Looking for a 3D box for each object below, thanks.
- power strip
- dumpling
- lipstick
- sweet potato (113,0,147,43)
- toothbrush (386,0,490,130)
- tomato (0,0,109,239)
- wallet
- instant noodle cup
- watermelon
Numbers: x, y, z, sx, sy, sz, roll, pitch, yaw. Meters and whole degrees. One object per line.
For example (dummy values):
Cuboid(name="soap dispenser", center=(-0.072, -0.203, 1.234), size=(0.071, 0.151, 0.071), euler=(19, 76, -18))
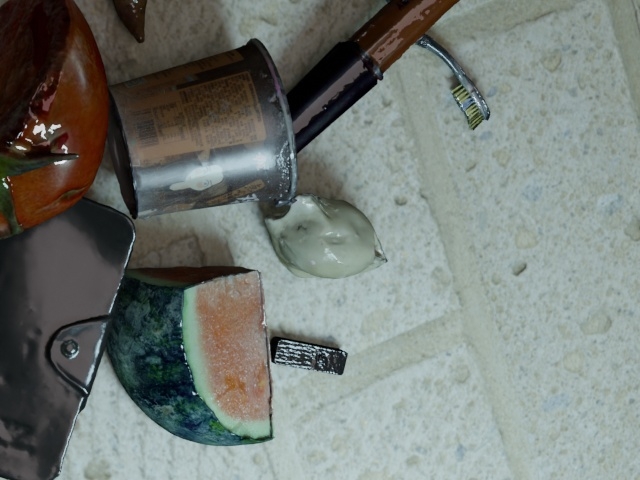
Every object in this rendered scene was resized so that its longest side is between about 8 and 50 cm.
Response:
Cuboid(name="power strip", center=(-0.017, 0.160, 1.968), size=(0.111, 0.029, 0.038), euler=(12, 91, -23))
Cuboid(name="dumpling", center=(0.000, 0.000, 1.913), size=(0.199, 0.136, 0.118), euler=(44, 42, -41))
Cuboid(name="lipstick", center=(0.090, -0.275, 1.909), size=(0.418, 0.077, 0.077), euler=(-44, 110, -3))
Cuboid(name="sweet potato", center=(-0.251, -0.357, 1.799), size=(0.065, 0.051, 0.218), euler=(-9, 99, -24))
Cuboid(name="toothbrush", center=(0.112, -0.319, 1.963), size=(0.042, 0.035, 0.413), euler=(-42, 110, -10))
Cuboid(name="tomato", center=(-0.335, -0.138, 1.695), size=(0.170, 0.309, 0.309), euler=(33, 83, -36))
Cuboid(name="wallet", center=(-0.368, 0.118, 1.788), size=(0.197, 0.051, 0.377), euler=(19, 90, -5))
Cuboid(name="instant noodle cup", center=(-0.155, -0.129, 1.789), size=(0.207, 0.217, 0.217), euler=(-13, 101, -14))
Cuboid(name="watermelon", center=(-0.138, 0.145, 1.864), size=(0.226, 0.148, 0.318), euler=(-47, 113, -19))
